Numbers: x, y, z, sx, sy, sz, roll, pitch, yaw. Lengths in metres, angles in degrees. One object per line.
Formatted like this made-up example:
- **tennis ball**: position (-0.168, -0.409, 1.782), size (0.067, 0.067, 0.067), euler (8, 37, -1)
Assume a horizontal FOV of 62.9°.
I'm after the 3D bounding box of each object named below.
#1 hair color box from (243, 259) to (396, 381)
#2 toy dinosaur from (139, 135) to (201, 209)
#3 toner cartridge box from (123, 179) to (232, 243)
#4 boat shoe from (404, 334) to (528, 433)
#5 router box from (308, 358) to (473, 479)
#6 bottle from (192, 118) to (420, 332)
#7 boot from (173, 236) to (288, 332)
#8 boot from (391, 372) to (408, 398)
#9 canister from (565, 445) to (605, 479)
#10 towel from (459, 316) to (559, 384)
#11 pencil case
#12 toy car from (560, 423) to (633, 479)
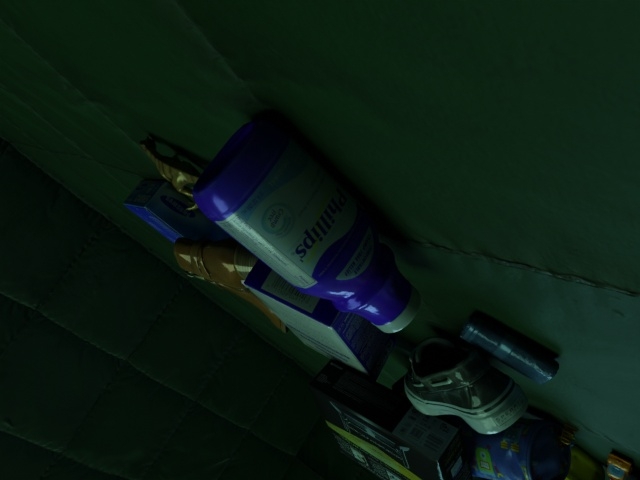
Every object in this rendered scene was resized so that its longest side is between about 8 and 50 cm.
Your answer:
- **hair color box**: position (0.015, 0.141, 0.985), size (0.185, 0.110, 0.339), euler (23, 160, 28)
- **toy dinosaur**: position (-0.206, -0.098, 0.799), size (0.211, 0.064, 0.112), euler (24, 160, 31)
- **toner cartridge box**: position (-0.267, 0.001, 1.192), size (0.348, 0.075, 0.165), euler (44, 160, -31)
- **boat shoe**: position (0.201, 0.202, 0.824), size (0.119, 0.121, 0.335), euler (57, 165, 3)
- **router box**: position (0.139, 0.392, 1.027), size (0.309, 0.081, 0.243), euler (18, 139, 41)
- **bottle**: position (0.000, 0.000, 0.573), size (0.283, 0.118, 0.092), euler (42, 162, -24)
- **boot**: position (-0.167, 0.092, 1.087), size (0.220, 0.109, 0.283), euler (7, 151, 17)
- **boot**: position (0.274, 0.423, 1.305), size (0.104, 0.295, 0.211), euler (-29, 82, 33)
- **canister**: position (0.453, 0.434, 1.039), size (0.126, 0.073, 0.170), euler (37, 163, -13)
- **towel**: position (0.239, 0.137, 0.666), size (0.119, 0.029, 0.067), euler (30, 164, 15)
- **pencil case**: position (0.320, 0.401, 1.001), size (0.119, 0.133, 0.306), euler (-4, 169, -31)
- **toy car**: position (0.455, 0.359, 0.870), size (0.122, 0.040, 0.060), euler (26, 163, 25)
